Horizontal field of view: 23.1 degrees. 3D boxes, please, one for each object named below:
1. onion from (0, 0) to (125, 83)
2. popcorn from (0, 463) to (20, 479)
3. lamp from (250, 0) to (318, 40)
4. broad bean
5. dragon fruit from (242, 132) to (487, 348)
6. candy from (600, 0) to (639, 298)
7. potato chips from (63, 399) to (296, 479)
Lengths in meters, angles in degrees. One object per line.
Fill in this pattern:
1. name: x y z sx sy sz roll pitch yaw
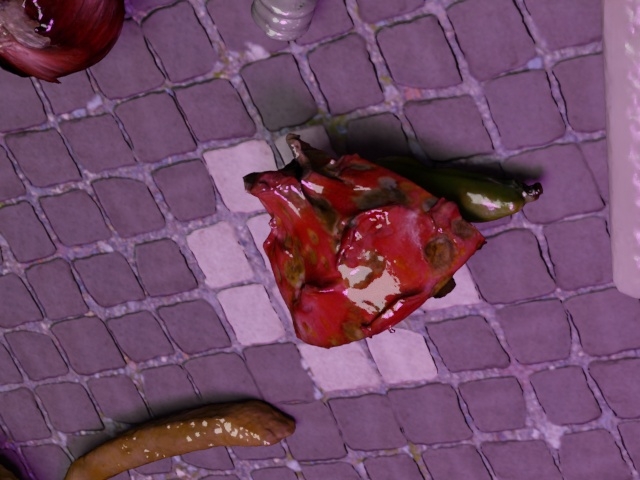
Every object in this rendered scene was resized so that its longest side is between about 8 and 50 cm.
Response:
1. onion: -0.307 -0.283 1.585 0.272 0.195 0.272 32 166 9
2. popcorn: -0.493 0.392 2.081 0.225 0.249 0.249 26 131 32
3. lamp: -0.019 -0.278 1.481 0.106 0.106 0.193 30 139 6
4. broad bean: 0.123 -0.050 1.585 0.214 0.048 0.070 5 135 31
5. dragon fruit: 0.000 0.000 1.590 0.211 0.134 0.262 52 143 -10
6. candy: 0.350 -0.119 1.364 0.208 0.145 0.358 7 124 23
7. potato chips: -0.209 0.262 1.952 0.407 0.057 0.080 -22 106 35
